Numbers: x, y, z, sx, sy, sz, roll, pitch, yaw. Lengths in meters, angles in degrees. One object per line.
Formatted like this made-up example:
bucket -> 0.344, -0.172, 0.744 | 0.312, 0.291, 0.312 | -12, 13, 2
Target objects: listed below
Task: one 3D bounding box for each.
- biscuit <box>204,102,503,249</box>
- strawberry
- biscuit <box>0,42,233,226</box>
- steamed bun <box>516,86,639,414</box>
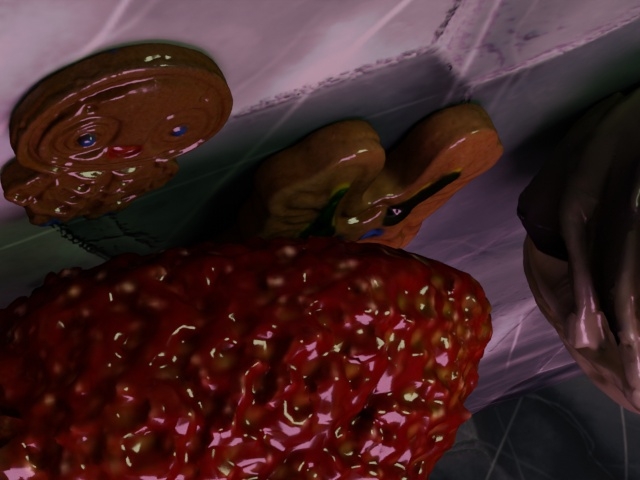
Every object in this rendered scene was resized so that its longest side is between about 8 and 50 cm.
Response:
biscuit -> 0.000, 0.000, 0.903 | 0.202, 0.047, 0.334 | -10, 160, -33
strawberry -> -0.064, 0.115, 0.786 | 0.343, 0.292, 0.292 | -24, 165, -24
biscuit -> -0.115, -0.052, 0.643 | 0.124, 0.026, 0.175 | -10, 159, -30
steamed bun -> 0.276, -0.005, 0.901 | 0.206, 0.275, 0.320 | 17, 116, -20
